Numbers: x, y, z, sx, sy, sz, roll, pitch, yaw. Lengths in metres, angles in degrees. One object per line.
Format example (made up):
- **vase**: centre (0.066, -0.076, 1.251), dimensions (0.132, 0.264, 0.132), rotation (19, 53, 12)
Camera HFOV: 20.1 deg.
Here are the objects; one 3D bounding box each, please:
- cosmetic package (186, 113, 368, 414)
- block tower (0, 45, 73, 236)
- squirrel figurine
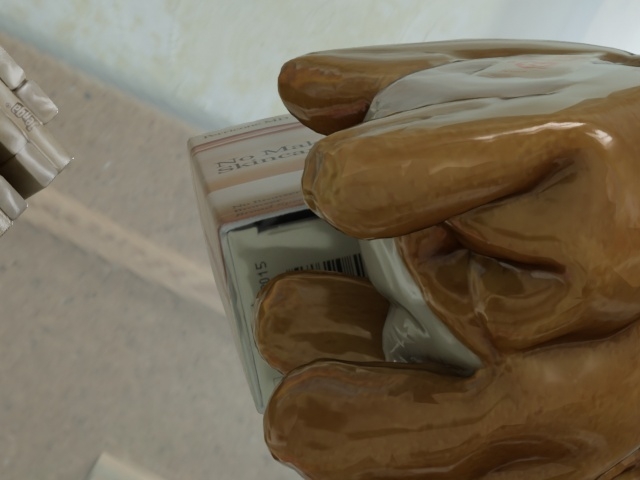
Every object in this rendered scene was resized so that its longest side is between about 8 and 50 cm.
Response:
- **cosmetic package**: centre (0.000, 0.000, 1.225), dimensions (0.153, 0.296, 0.129), rotation (-13, -76, -6)
- **block tower**: centre (-0.284, 0.021, 1.100), dimensions (0.091, 0.335, 0.097), rotation (47, -37, -13)
- **squirrel figurine**: centre (0.160, 0.082, 1.007), dimensions (0.397, 0.281, 0.370), rotation (-7, -75, -10)
